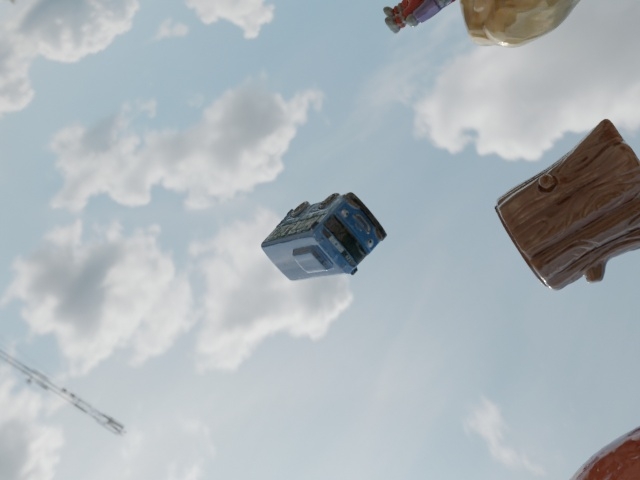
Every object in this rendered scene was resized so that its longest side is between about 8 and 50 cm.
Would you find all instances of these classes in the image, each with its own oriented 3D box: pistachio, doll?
[{"bbox_3d":[0.299,-0.361,1.032,0.229,0.157,0.157,-36,-146,-12],"label":"pistachio"},{"bbox_3d":[0.177,-0.327,0.888,0.227,0.075,0.102,-30,-144,25],"label":"doll"}]

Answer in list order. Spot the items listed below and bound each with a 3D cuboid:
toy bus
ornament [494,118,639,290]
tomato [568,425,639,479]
[{"bbox_3d":[0.000,0.000,1.342,0.133,0.116,0.234,-47,-164,-25],"label":"toy bus"},{"bbox_3d":[0.418,-0.041,1.173,0.217,0.235,0.221,-34,-104,18],"label":"ornament"},{"bbox_3d":[0.221,0.224,0.431,0.179,0.260,0.260,-1,-136,3],"label":"tomato"}]
